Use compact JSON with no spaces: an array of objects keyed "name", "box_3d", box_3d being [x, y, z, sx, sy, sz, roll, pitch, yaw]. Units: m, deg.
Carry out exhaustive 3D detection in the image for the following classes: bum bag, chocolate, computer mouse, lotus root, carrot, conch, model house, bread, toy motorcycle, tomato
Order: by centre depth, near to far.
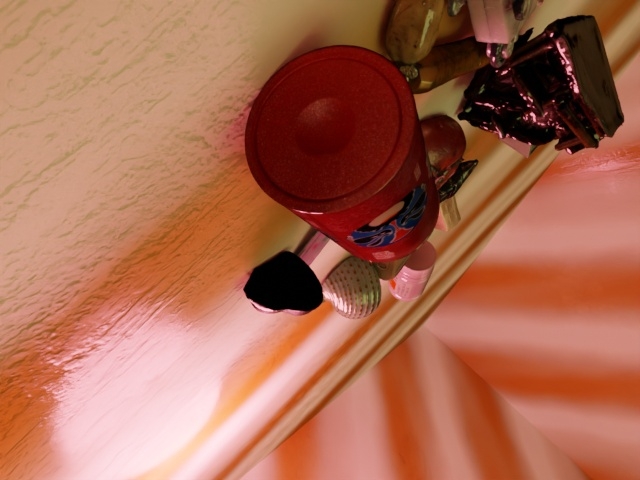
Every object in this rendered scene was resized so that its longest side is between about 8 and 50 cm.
[{"name":"lotus root","box_3d":[0.128,-0.288,0.626,0.072,0.063,0.151,-13,139,-14]},{"name":"toy motorcycle","box_3d":[0.280,-0.394,0.696,0.260,0.110,0.170,32,78,-59]},{"name":"carrot","box_3d":[0.221,-0.302,0.770,0.260,0.070,0.070,-30,153,-36]},{"name":"chocolate","box_3d":[-0.077,0.091,0.876,0.149,0.125,0.080,2,149,-14]},{"name":"model house","box_3d":[0.433,-0.289,0.967,0.283,0.297,0.317,-6,-159,46]},{"name":"tomato","box_3d":[0.238,-0.163,1.009,0.228,0.101,0.228,-38,159,-17]},{"name":"conch","box_3d":[0.092,0.140,1.213,0.200,0.131,0.172,-28,152,-41]},{"name":"computer mouse","box_3d":[0.197,0.009,1.231,0.145,0.082,0.236,-49,158,-28]},{"name":"bum bag","box_3d":[0.344,-0.147,1.264,0.248,0.069,0.102,-45,-166,-9]},{"name":"bread","box_3d":[0.370,-0.110,1.442,0.077,0.105,0.152,-38,125,-20]}]

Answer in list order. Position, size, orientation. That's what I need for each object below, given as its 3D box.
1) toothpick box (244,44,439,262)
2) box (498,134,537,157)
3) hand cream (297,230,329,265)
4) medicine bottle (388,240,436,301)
[{"name":"toothpick box","box_3d":[0.057,-0.092,0.655,0.204,0.204,0.333,-49,159,4]},{"name":"box","box_3d":[0.626,-0.392,1.301,0.225,0.117,0.225,-49,158,4]},{"name":"hand cream","box_3d":[0.001,0.001,0.936,0.079,0.050,0.275,21,119,-40]},{"name":"medicine bottle","box_3d":[0.306,0.103,1.539,0.133,0.133,0.249,-39,158,-19]}]
